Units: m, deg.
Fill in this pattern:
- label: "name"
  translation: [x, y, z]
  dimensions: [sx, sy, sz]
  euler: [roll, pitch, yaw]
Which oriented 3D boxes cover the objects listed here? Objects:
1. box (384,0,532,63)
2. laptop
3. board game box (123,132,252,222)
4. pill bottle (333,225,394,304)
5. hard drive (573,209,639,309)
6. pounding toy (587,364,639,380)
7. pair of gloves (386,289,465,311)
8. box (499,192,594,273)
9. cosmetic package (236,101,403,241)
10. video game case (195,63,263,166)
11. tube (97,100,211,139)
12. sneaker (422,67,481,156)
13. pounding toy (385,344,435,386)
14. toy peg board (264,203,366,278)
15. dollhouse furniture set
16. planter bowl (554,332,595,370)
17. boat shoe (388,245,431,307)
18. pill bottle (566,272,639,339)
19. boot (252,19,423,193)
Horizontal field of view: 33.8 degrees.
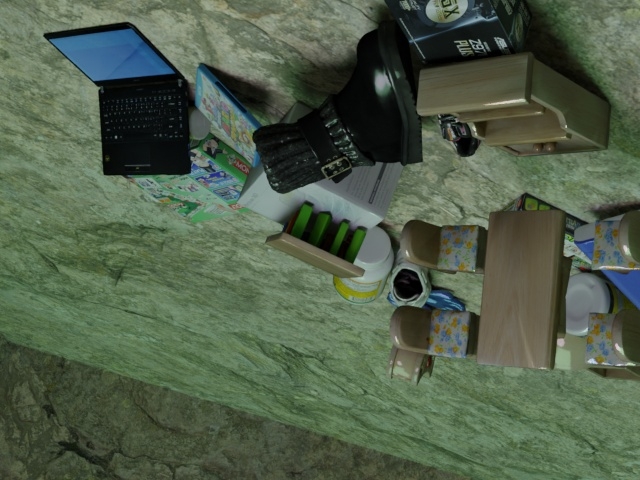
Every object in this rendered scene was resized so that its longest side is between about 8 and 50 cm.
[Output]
- label: "box"
  translation: [0.174, -0.317, 1.372]
  dimensions: [0.147, 0.077, 0.180]
  euler: [4, 151, 33]
- label: "laptop"
  translation: [-0.366, -0.246, 1.903]
  dimensions: [0.234, 0.264, 0.137]
  euler: [3, -173, 38]
- label: "board game box"
  translation: [-0.252, -0.125, 2.192]
  dimensions: [0.213, 0.046, 0.317]
  euler: [35, 153, -31]
- label: "pill bottle"
  translation: [0.090, 0.048, 2.193]
  dimensions: [0.118, 0.117, 0.208]
  euler: [19, 157, 4]
- label: "hard drive"
  translation: [0.609, 0.049, 1.810]
  dimensions: [0.210, 0.040, 0.319]
  euler: [-18, 137, 38]
- label: "pounding toy"
  translation: [0.622, 0.227, 2.196]
  dimensions: [0.130, 0.100, 0.141]
  euler: [-2, 158, 44]
- label: "pair of gloves"
  translation: [0.240, 0.140, 2.393]
  dimensions: [0.159, 0.023, 0.198]
  euler: [21, 158, -6]
- label: "box"
  translation: [0.426, -0.009, 1.889]
  dimensions: [0.207, 0.036, 0.114]
  euler: [25, 156, -10]
- label: "cosmetic package"
  translation: [-0.004, -0.108, 1.908]
  dimensions: [0.225, 0.138, 0.224]
  euler: [27, 156, -11]
- label: "video game case"
  translation: [-0.161, -0.217, 1.840]
  dimensions: [0.166, 0.015, 0.119]
  euler: [47, 156, 15]
- label: "tube"
  translation: [-0.316, -0.229, 2.005]
  dimensions: [0.240, 0.062, 0.070]
  euler: [10, 115, 35]
- label: "sneaker"
  translation: [0.208, -0.193, 1.615]
  dimensions: [0.072, 0.077, 0.178]
  euler: [-2, 147, 40]
- label: "pounding toy"
  translation: [0.250, 0.279, 2.493]
  dimensions: [0.155, 0.154, 0.269]
  euler: [14, 164, 16]
- label: "toy peg board"
  translation: [0.000, 0.000, 1.894]
  dimensions: [0.161, 0.079, 0.161]
  euler: [25, 172, -10]
- label: "dollhouse furniture set"
  translation: [0.264, -0.025, 1.454]
  dimensions: [0.362, 0.394, 0.256]
  euler: [-1, 169, 42]
- label: "planter bowl"
  translation: [0.494, 0.166, 2.094]
  dimensions: [0.162, 0.162, 0.109]
  euler: [8, 128, 27]
- label: "boat shoe"
  translation: [0.188, 0.094, 2.221]
  dimensions: [0.096, 0.088, 0.267]
  euler: [19, 151, 6]
- label: "pill bottle"
  translation: [0.545, 0.139, 1.973]
  dimensions: [0.209, 0.119, 0.119]
  euler: [19, 162, -36]
- label: "boot"
  translation: [0.019, -0.187, 1.596]
  dimensions: [0.260, 0.131, 0.348]
  euler: [-9, 153, 3]
